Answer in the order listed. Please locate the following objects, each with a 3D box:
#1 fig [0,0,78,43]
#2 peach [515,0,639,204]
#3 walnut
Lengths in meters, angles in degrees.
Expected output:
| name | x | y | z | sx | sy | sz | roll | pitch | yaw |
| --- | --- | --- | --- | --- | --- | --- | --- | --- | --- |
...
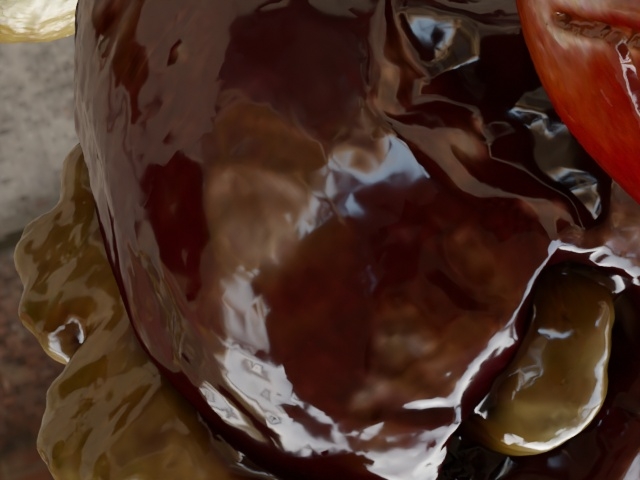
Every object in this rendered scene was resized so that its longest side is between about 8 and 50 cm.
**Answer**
| name | x | y | z | sx | sy | sz | roll | pitch | yaw |
| --- | --- | --- | --- | --- | --- | --- | --- | --- | --- |
| fig | -0.145 | -0.206 | 1.004 | 0.159 | 0.159 | 0.257 | 3 | 172 | -35 |
| peach | 0.143 | -0.074 | 0.369 | 0.189 | 0.196 | 0.226 | 15 | 175 | -20 |
| walnut | 0.000 | 0.000 | 0.608 | 0.244 | 0.269 | 0.221 | -45 | 135 | 7 |
